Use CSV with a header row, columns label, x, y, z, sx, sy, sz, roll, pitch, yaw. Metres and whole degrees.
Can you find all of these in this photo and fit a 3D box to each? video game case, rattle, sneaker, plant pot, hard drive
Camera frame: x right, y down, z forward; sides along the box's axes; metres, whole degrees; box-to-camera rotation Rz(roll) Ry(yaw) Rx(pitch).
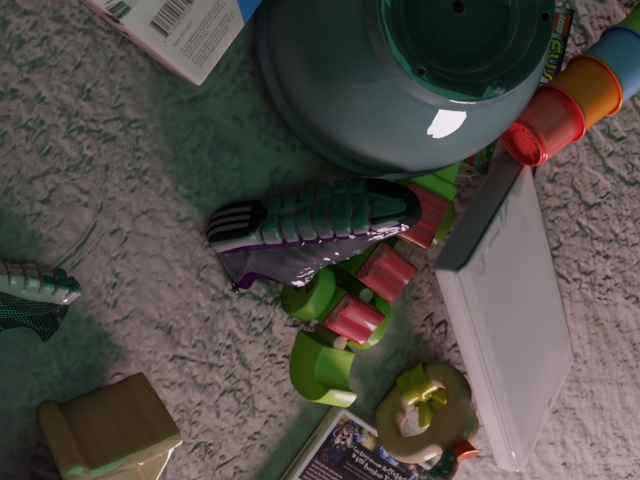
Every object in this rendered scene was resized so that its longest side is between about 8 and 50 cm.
label,x,y,z,sx,sy,sz,roll,pitch,yaw
video game case,0.035,0.307,1.318,0.190,0.022,0.173,38,87,-30
rattle,0.154,0.235,1.252,0.130,0.200,0.142,-35,118,-14
sneaker,0.000,0.000,1.138,0.224,0.083,0.098,-6,127,16
plant pot,0.101,-0.207,1.049,0.293,0.196,0.293,0,91,-16
hard drive,0.218,0.085,1.260,0.203,0.040,0.307,-54,136,-39
sneaker,-0.313,0.055,1.039,0.166,0.065,0.076,16,106,-25

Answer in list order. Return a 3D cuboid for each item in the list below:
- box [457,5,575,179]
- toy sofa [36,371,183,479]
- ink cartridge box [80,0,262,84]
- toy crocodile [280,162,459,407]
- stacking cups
label,x,y,z,sx,sy,sz,roll,pitch,yaw
box,0.212,-0.170,1.254,0.114,0.036,0.207,6,102,-29
toy sofa,-0.194,0.337,1.134,0.177,0.150,0.362,-22,114,-15
ink cartridge box,-0.155,-0.264,1.007,0.203,0.086,0.148,38,87,-30
toy crocodile,0.063,0.018,1.195,0.115,0.105,0.340,31,89,-31
stacking cups,0.329,-0.189,1.257,0.316,0.096,0.096,-38,119,-20
